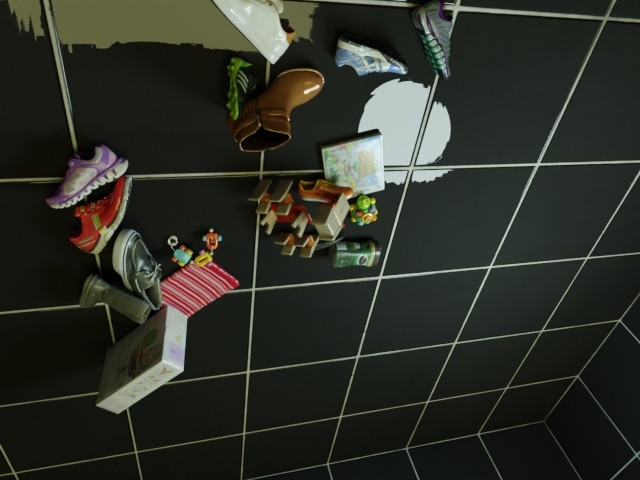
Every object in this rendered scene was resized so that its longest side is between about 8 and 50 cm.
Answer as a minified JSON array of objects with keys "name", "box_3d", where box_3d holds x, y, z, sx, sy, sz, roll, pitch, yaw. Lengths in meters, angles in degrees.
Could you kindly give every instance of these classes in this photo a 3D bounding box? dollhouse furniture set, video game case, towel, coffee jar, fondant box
[{"name":"dollhouse furniture set","box_3d":[-0.055,-0.080,1.565,0.259,0.135,0.262,5,142,30]},{"name":"video game case","box_3d":[0.106,-0.226,1.595,0.193,0.023,0.212,-15,133,-7]},{"name":"towel","box_3d":[-0.441,0.168,1.747,0.274,0.031,0.199,-33,132,10]},{"name":"coffee jar","box_3d":[0.123,0.046,1.803,0.184,0.079,0.096,0,128,-18]},{"name":"fondant box","box_3d":[-0.609,0.407,1.735,0.330,0.238,0.096,-35,128,19]}]

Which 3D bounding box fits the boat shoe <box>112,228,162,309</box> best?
[{"name":"boat shoe","box_3d":[-0.547,0.093,1.567,0.119,0.121,0.335,16,140,6]}]

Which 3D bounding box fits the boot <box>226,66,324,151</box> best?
[{"name":"boot","box_3d":[-0.103,-0.334,1.291,0.283,0.220,0.109,-16,133,-6]}]

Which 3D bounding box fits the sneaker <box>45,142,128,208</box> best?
[{"name":"sneaker","box_3d":[-0.635,-0.177,1.339,0.236,0.095,0.104,-32,126,3]}]

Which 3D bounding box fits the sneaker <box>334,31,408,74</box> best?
[{"name":"sneaker","box_3d":[0.135,-0.484,1.350,0.211,0.080,0.081,14,131,-17]}]

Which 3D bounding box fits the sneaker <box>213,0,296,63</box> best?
[{"name":"sneaker","box_3d":[-0.169,-0.550,1.170,0.123,0.106,0.290,-44,139,11]}]

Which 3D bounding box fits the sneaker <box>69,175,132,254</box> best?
[{"name":"sneaker","box_3d":[-0.623,-0.075,1.423,0.118,0.107,0.279,28,114,-26]}]

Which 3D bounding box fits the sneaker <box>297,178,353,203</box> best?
[{"name":"sneaker","box_3d":[0.014,-0.156,1.570,0.175,0.064,0.067,1,136,4]}]

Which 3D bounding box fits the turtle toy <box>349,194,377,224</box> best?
[{"name":"turtle toy","box_3d":[0.146,-0.102,1.689,0.095,0.066,0.130,-19,134,-2]}]

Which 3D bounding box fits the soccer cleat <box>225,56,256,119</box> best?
[{"name":"soccer cleat","box_3d":[-0.195,-0.378,1.259,0.072,0.179,0.060,8,157,-30]}]

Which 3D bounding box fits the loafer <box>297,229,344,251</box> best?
[{"name":"loafer","box_3d":[0.000,0.000,1.742,0.170,0.062,0.061,-12,155,-4]}]

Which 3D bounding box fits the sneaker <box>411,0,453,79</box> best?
[{"name":"sneaker","box_3d":[0.329,-0.540,1.359,0.098,0.083,0.224,-34,132,5]}]

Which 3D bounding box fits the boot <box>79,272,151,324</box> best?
[{"name":"boot","box_3d":[-0.647,0.201,1.601,0.208,0.076,0.190,26,143,-11]}]

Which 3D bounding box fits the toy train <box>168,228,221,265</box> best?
[{"name":"toy train","box_3d":[-0.399,0.021,1.626,0.166,0.046,0.125,-3,105,-3]}]
